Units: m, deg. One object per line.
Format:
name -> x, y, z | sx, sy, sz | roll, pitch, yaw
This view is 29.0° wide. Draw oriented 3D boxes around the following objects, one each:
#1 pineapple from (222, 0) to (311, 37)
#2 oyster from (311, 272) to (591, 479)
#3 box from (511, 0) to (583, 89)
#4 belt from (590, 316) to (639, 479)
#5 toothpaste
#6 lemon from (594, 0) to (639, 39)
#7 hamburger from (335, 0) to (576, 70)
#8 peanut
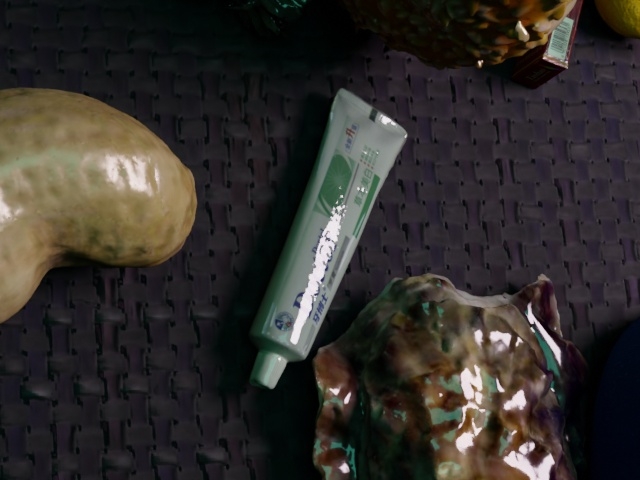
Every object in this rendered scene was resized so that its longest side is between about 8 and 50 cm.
pineapple -> -0.079, -0.194, 0.837 | 0.159, 0.074, 0.074 | 32, 71, -14
oyster -> 0.095, 0.152, 0.805 | 0.275, 0.100, 0.271 | -28, 77, -18
box -> 0.170, -0.158, 0.916 | 0.023, 0.051, 0.082 | 19, 74, -14
belt -> 0.300, 0.207, 0.836 | 0.213, 0.117, 0.346 | 1, 80, -26
toothpaste -> 0.000, 0.000, 0.838 | 0.064, 0.041, 0.218 | 31, 68, -21
lemon -> 0.241, -0.185, 0.939 | 0.062, 0.062, 0.083 | -42, 93, -21
hamburger -> 0.091, -0.259, 0.795 | 0.225, 0.291, 0.291 | -38, 92, -24
peanut -> -0.194, -0.020, 0.737 | 0.253, 0.122, 0.137 | -18, 94, -25
